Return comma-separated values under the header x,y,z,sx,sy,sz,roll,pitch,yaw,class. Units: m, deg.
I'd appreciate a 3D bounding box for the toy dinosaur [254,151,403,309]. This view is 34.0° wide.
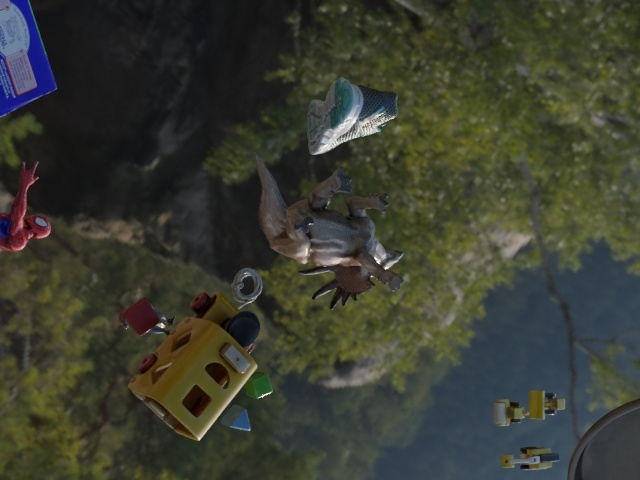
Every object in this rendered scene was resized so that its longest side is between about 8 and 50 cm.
x,y,z,sx,sy,sz,roll,pitch,yaw,class
0.000,0.000,1.465,0.200,0.295,0.127,-28,-142,58,toy dinosaur

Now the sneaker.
x,y,z,sx,sy,sz,roll,pitch,yaw,class
0.033,-0.130,1.142,0.166,0.076,0.065,164,-74,-72,sneaker

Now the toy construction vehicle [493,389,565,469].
x,y,z,sx,sy,sz,roll,pitch,yaw,class
0.230,0.205,1.131,0.098,0.035,0.086,8,79,-37,toy construction vehicle

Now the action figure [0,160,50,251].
x,y,z,sx,sy,sz,roll,pitch,yaw,class
-0.483,-0.051,1.383,0.280,0.091,0.139,3,100,-41,action figure

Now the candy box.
x,y,z,sx,sy,sz,roll,pitch,yaw,class
-0.525,-0.315,1.411,0.122,0.317,0.268,-36,124,-39,candy box

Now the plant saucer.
x,y,z,sx,sy,sz,roll,pitch,yaw,class
0.487,0.321,1.479,0.041,0.278,0.278,-83,-162,-61,plant saucer

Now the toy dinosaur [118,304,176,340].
x,y,z,sx,sy,sz,roll,pitch,yaw,class
-0.246,0.115,1.460,0.090,0.082,0.047,-17,-124,66,toy dinosaur

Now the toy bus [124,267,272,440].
x,y,z,sx,sy,sz,roll,pitch,yaw,class
-0.128,0.140,1.254,0.191,0.104,0.202,-3,93,-33,toy bus
